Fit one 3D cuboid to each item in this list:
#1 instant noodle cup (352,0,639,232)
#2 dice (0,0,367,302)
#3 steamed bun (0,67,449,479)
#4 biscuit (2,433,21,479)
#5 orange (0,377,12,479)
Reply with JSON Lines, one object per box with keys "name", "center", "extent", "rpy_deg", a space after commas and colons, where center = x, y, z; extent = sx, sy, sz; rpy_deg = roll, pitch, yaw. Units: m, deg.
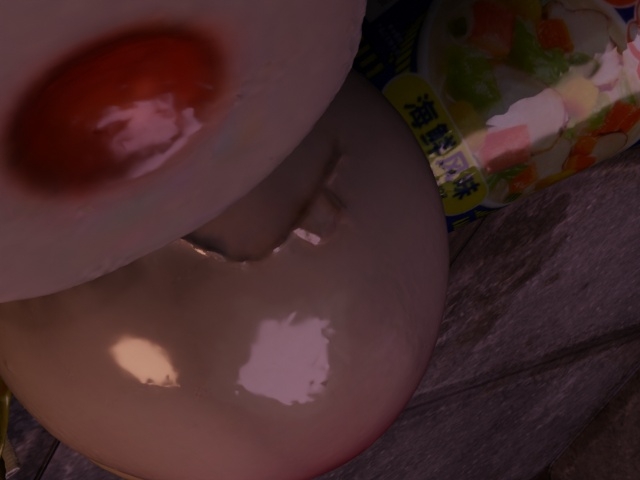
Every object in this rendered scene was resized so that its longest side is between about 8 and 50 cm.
{"name": "instant noodle cup", "center": [0.161, -0.156, 0.936], "extent": [0.312, 0.284, 0.284], "rpy_deg": [-32, 154, 2]}
{"name": "dice", "center": [-0.149, -0.137, 0.545], "extent": [0.259, 0.251, 0.243], "rpy_deg": [-27, 153, -24]}
{"name": "steamed bun", "center": [-0.050, 0.034, 0.796], "extent": [0.309, 0.309, 0.309], "rpy_deg": [-31, 153, -18]}
{"name": "biscuit", "center": [-0.330, 0.162, 1.017], "extent": [0.147, 0.046, 0.250], "rpy_deg": [-31, 152, -19]}
{"name": "orange", "center": [-0.328, 0.116, 0.759], "extent": [0.334, 0.196, 0.262], "rpy_deg": [-44, 155, -29]}
